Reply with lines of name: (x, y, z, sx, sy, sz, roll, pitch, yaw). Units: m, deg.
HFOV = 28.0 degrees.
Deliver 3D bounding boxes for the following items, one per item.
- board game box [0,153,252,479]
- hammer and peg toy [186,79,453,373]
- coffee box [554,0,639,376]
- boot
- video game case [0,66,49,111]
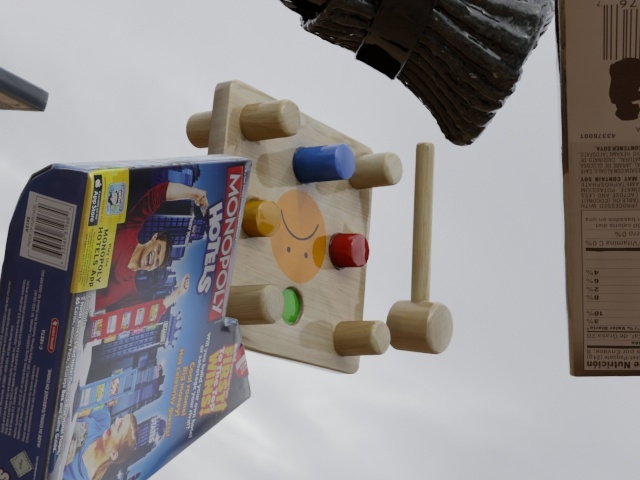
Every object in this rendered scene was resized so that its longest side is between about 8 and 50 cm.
board game box: (-0.099, 0.047, 0.677, 0.060, 0.194, 0.194, 16, 12, 24)
hammer and peg toy: (0.000, 0.000, 1.341, 0.127, 0.266, 0.361, -5, -15, 36)
coffee box: (0.190, -0.075, 0.705, 0.118, 0.168, 0.297, -2, -41, 11)
boot: (0.033, -0.189, 0.877, 0.260, 0.131, 0.348, 38, 8, 7)
video game case: (-0.429, -0.171, 1.247, 0.274, 0.026, 0.196, 6, -12, 33)
